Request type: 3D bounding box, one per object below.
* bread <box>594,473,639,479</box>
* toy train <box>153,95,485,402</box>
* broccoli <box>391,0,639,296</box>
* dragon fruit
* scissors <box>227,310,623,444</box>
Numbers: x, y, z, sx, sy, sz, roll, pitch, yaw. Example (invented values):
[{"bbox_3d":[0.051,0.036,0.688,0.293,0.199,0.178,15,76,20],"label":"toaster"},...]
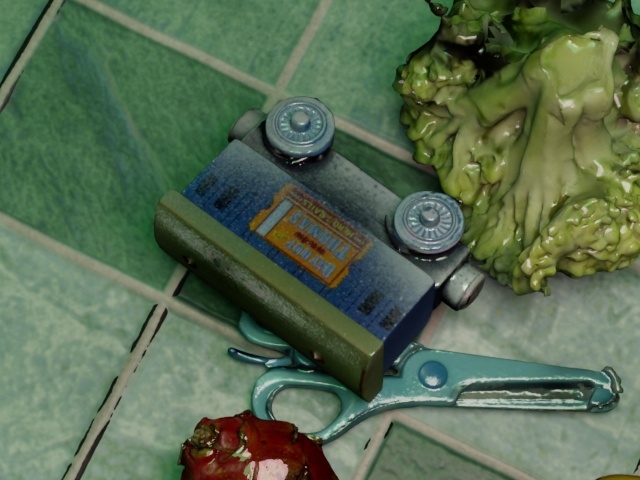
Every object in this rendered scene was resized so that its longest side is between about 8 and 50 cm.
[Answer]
[{"bbox_3d":[0.267,0.296,1.831,0.187,0.065,0.149,6,56,12],"label":"bread"},{"bbox_3d":[0.000,0.000,1.838,0.299,0.131,0.202,36,66,18],"label":"toy train"},{"bbox_3d":[0.215,-0.126,1.837,0.293,0.281,0.348,16,72,0],"label":"broccoli"},{"bbox_3d":[-0.015,0.239,1.791,0.246,0.125,0.125,11,60,-2],"label":"dragon fruit"},{"bbox_3d":[0.104,0.129,1.881,0.392,0.032,0.180,5,73,-1],"label":"scissors"}]
